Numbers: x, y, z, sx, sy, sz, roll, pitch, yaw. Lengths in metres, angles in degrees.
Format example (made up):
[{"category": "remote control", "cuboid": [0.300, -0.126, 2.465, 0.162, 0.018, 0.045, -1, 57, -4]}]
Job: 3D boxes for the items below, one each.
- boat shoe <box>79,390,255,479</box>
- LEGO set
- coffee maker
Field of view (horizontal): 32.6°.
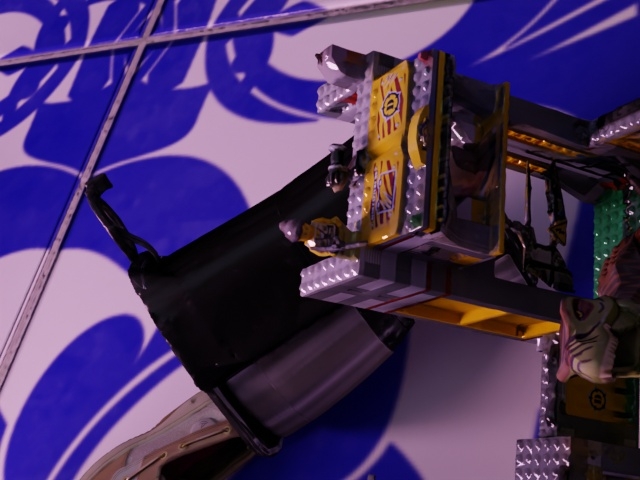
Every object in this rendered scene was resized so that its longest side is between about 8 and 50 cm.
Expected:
[{"category": "boat shoe", "cuboid": [-0.091, 0.136, 0.618, 0.135, 0.050, 0.045, -41, 41, 2]}, {"category": "LEGO set", "cuboid": [0.092, 0.039, 0.391, 0.255, 0.192, 0.331, -9, 70, 62]}, {"category": "coffee maker", "cuboid": [0.000, 0.000, 0.572, 0.178, 0.171, 0.120, -35, 30, 6]}]
